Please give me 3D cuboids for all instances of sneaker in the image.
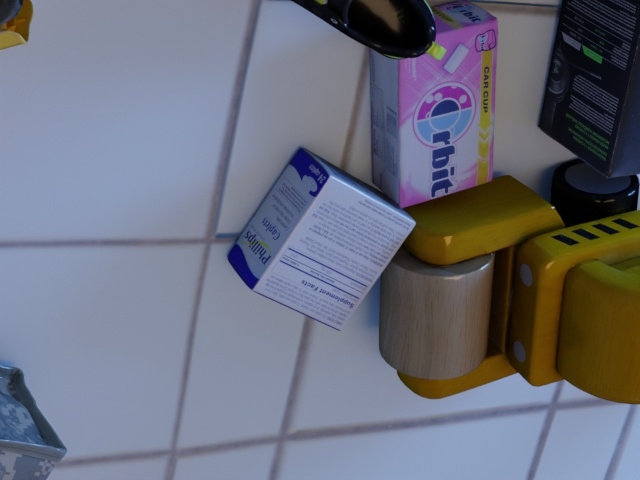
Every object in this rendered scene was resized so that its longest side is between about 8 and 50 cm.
[{"bbox_3d":[0.013,-0.229,1.185,0.235,0.097,0.084,28,101,-17],"label":"sneaker"}]

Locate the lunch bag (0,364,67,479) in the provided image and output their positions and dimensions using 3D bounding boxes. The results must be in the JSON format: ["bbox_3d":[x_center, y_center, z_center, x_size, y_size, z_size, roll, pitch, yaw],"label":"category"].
[{"bbox_3d":[-0.412,0.205,1.192,0.287,0.169,0.235,21,106,-41],"label":"lunch bag"}]

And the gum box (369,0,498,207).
[{"bbox_3d":[0.110,-0.128,1.352,0.107,0.062,0.188,-16,124,-21],"label":"gum box"}]

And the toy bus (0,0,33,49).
[{"bbox_3d":[-0.335,-0.225,1.003,0.212,0.149,0.220,-22,130,-1],"label":"toy bus"}]

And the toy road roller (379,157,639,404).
[{"bbox_3d":[0.243,0.065,1.428,0.330,0.240,0.202,-14,123,-22],"label":"toy road roller"}]

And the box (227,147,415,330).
[{"bbox_3d":[0.000,0.000,1.361,0.126,0.072,0.137,27,101,-38],"label":"box"}]

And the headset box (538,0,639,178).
[{"bbox_3d":[0.375,-0.208,1.409,0.246,0.131,0.283,-9,122,-25],"label":"headset box"}]
